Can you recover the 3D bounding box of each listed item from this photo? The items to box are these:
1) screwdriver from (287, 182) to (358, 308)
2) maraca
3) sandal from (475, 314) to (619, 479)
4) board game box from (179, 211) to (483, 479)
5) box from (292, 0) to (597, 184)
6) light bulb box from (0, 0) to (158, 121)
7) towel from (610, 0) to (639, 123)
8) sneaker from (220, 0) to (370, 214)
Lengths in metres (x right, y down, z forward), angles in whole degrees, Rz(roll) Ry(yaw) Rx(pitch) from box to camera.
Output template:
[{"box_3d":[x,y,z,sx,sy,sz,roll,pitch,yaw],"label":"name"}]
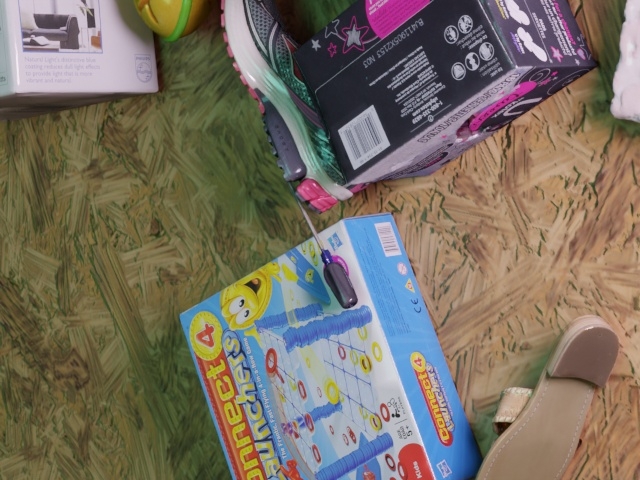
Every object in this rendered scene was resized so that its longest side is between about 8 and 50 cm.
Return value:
[{"box_3d":[0.000,0.000,1.595,0.024,0.025,0.170,-46,55,38],"label":"screwdriver"},{"box_3d":[-0.180,-0.318,1.795,0.185,0.099,0.127,-110,36,-47],"label":"maraca"},{"box_3d":[0.218,0.167,1.498,0.240,0.088,0.079,-63,23,20],"label":"sandal"},{"box_3d":[0.004,0.168,1.679,0.302,0.086,0.308,-31,74,41],"label":"board game box"},{"box_3d":[0.122,-0.179,1.486,0.247,0.142,0.163,-34,73,42],"label":"box"},{"box_3d":[-0.417,-0.348,1.926,0.358,0.225,0.361,-3,92,45],"label":"light bulb box"},{"box_3d":[0.409,-0.232,1.263,0.317,0.053,0.331,19,108,42],"label":"towel"},{"box_3d":[-0.018,-0.177,1.656,0.112,0.121,0.299,-29,72,12],"label":"sneaker"}]
